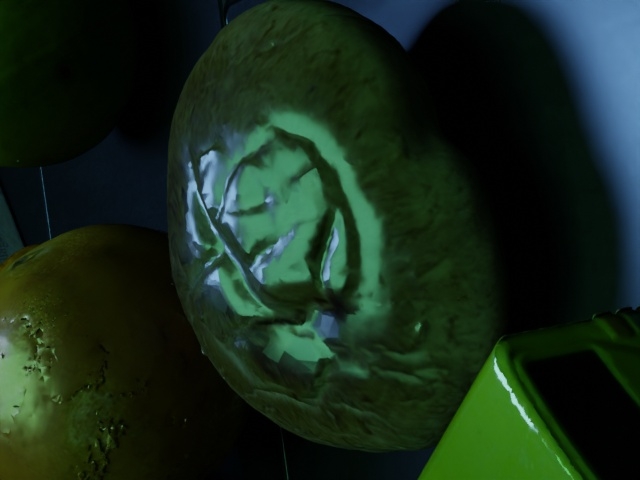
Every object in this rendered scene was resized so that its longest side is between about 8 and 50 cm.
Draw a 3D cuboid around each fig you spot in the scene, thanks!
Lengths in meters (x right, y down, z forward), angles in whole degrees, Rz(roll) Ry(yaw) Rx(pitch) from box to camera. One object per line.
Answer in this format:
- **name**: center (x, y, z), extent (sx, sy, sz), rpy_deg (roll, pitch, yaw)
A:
- **fig**: center (-0.275, -0.164, 0.987), extent (0.203, 0.225, 0.203), rpy_deg (23, 131, 30)

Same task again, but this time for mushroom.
- **mushroom**: center (0.000, 0.000, 0.656), extent (0.278, 0.146, 0.278), rpy_deg (20, 117, 47)

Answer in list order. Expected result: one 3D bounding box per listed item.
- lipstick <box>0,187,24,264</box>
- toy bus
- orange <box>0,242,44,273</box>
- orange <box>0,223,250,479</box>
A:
- **lipstick**: center (-0.405, 0.036, 1.378), extent (0.317, 0.066, 0.068), rpy_deg (60, 142, 31)
- **toy bus**: center (0.107, 0.161, 0.518), extent (0.128, 0.150, 0.262), rpy_deg (57, 141, 36)
- **orange**: center (-0.253, 0.090, 1.068), extent (0.177, 0.155, 0.178), rpy_deg (18, 115, 46)
- **orange**: center (-0.169, 0.103, 0.859), extent (0.240, 0.240, 0.240), rpy_deg (19, 113, 55)
